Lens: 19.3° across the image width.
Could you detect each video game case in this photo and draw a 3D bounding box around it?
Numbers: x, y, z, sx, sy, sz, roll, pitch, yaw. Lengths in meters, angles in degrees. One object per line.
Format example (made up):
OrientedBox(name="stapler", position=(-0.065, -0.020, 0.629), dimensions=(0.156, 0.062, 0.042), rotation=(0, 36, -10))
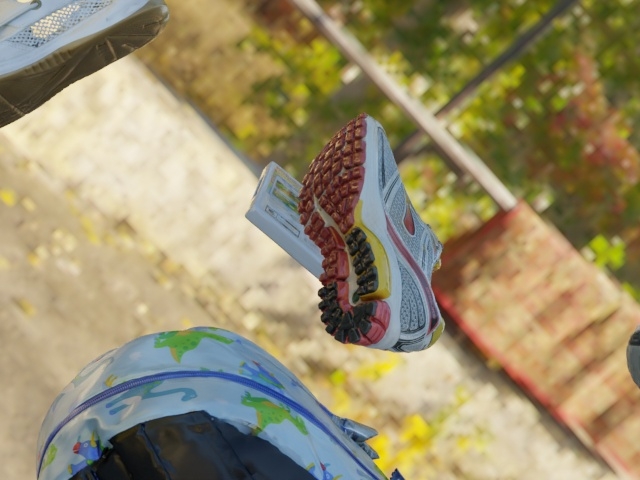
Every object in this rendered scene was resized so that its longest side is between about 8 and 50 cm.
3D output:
OrientedBox(name="video game case", position=(0.000, 0.000, 1.782), dimensions=(0.157, 0.019, 0.143), rotation=(40, 18, -8))

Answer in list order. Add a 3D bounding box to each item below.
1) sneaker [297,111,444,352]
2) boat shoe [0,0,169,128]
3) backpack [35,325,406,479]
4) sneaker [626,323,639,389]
OrientedBox(name="sneaker", position=(0.043, -0.002, 1.487), dimensions=(0.093, 0.088, 0.225), rotation=(20, 47, -33))
OrientedBox(name="boat shoe", position=(-0.283, -0.184, 1.777), dimensions=(0.096, 0.277, 0.098), rotation=(59, -11, 17))
OrientedBox(name="backpack", position=(-0.062, 0.233, 1.376), dimensions=(0.355, 0.290, 0.273), rotation=(45, 21, -34))
OrientedBox(name="sneaker", position=(0.385, 0.094, 1.437), dimensions=(0.129, 0.297, 0.111), rotation=(-60, 152, -61))
